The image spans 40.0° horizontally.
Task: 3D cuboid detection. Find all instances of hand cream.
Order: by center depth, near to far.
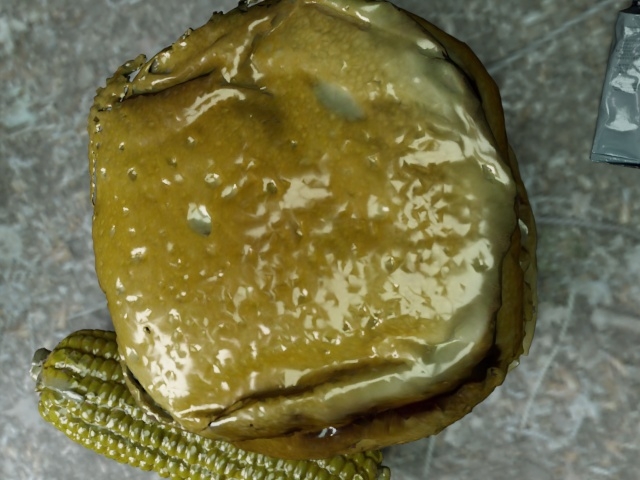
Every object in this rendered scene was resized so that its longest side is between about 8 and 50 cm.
[{"bbox_3d":[0.172,-0.087,0.490,0.030,0.019,0.093,5,112,8],"label":"hand cream"}]

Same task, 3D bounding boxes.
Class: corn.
[{"bbox_3d":[-0.072,0.121,0.559,0.238,0.080,0.080,23,108,1],"label":"corn"}]

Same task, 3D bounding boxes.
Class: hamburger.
[{"bbox_3d":[0.000,0.000,0.467,0.244,0.163,0.245,0,91,20],"label":"hamburger"}]
